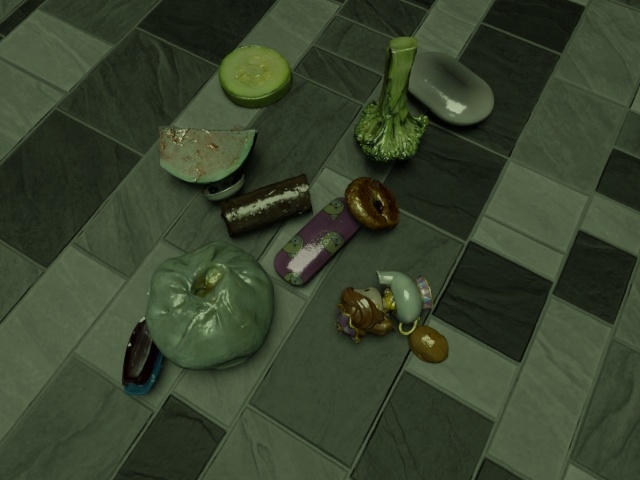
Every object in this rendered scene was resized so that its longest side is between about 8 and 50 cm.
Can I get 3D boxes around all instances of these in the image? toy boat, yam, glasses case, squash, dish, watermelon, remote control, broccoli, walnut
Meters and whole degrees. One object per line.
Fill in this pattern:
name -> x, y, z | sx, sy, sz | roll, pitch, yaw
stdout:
toy boat -> -0.457, 0.298, 1.231 | 0.100, 0.097, 0.223 | -3, 51, 3
yam -> -0.154, -0.102, 1.377 | 0.280, 0.131, 0.131 | -19, 69, -7
glasses case -> 0.000, 0.000, 1.354 | 0.123, 0.076, 0.316 | 40, 72, 13
squash -> -0.226, -0.575, 1.612 | 0.252, 0.049, 0.251 | 0, 67, 1
dish -> -0.284, -0.144, 1.425 | 0.141, 0.078, 0.141 | -17, 30, 10
watermelon -> -0.324, -0.283, 1.416 | 0.305, 0.180, 0.223 | 1, 61, 10
remote control -> 0.422, -0.507, 1.546 | 0.221, 0.103, 0.332 | -36, 72, -20
broccoli -> 0.218, -0.422, 1.392 | 0.221, 0.361, 0.252 | 21, 31, 16
walnut -> 0.292, 0.276, 1.252 | 0.121, 0.052, 0.091 | 36, 75, 16

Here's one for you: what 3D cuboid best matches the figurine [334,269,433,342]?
figurine -> 0.161, 0.176, 1.248 | 0.264, 0.142, 0.189 | -15, 82, -6

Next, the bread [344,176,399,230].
bread -> 0.151, -0.106, 1.371 | 0.193, 0.064, 0.193 | 20, 51, -27

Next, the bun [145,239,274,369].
bun -> -0.278, 0.162, 1.206 | 0.355, 0.194, 0.354 | 6, 59, -10
